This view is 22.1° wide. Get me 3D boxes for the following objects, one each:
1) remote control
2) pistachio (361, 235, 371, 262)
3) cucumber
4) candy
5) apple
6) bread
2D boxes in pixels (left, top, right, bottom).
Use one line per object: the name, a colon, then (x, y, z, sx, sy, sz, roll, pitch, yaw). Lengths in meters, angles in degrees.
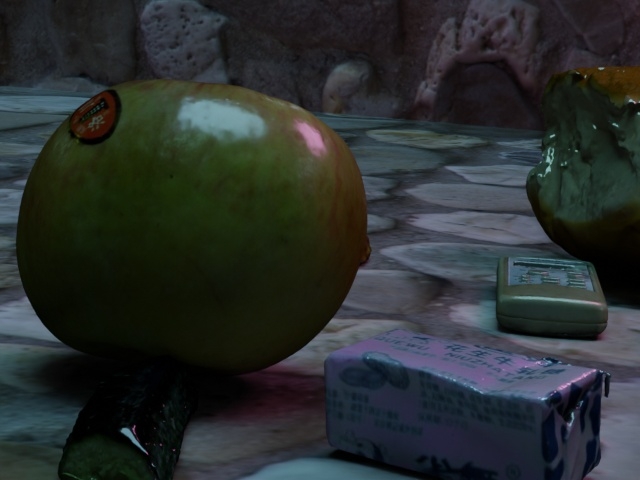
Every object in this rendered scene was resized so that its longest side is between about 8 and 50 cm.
remote control: (0.212, 0.048, 1.520, 0.098, 0.038, 0.233, 5, 9, 6)
pistachio: (0.000, 0.000, 1.694, 0.090, 0.049, 0.173, 5, 9, 15)
cucumber: (-0.118, 0.111, 1.004, 0.070, 0.046, 0.220, -3, 7, 1)
candy: (0.090, 0.106, 1.012, 0.160, 0.073, 0.092, 10, 16, 33)
apple: (-0.091, -0.005, 1.164, 0.261, 0.194, 0.261, 10, -13, 2)
bread: (0.370, -0.066, 1.688, 0.250, 0.225, 0.279, 7, -1, -20)
